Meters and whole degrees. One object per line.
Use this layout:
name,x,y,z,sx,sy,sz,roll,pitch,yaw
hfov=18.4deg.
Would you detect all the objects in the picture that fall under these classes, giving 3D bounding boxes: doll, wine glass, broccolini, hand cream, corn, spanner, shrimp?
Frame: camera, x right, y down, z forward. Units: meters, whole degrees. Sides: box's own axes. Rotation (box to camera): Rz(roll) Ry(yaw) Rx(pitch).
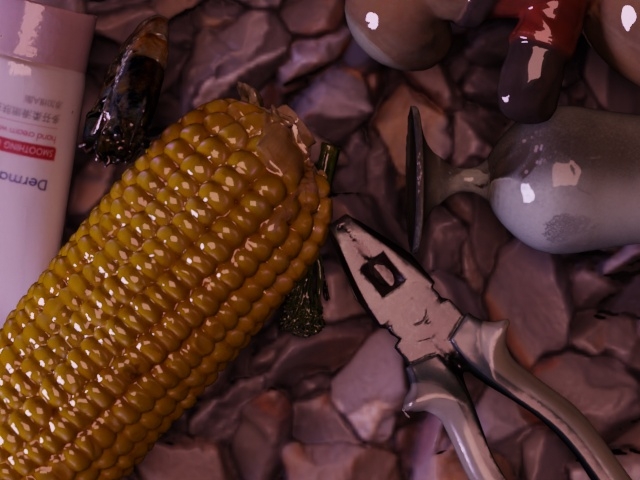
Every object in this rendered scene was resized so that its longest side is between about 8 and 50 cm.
doll,0.185,-0.198,1.310,0.330,0.174,0.235,8,49,-3
wine glass,0.175,-0.042,1.330,0.231,0.103,0.103,-1,83,-1
broccolini,0.000,0.000,1.370,0.035,0.030,0.140,14,79,-6
hand cream,-0.227,-0.047,1.361,0.133,0.083,0.247,14,93,4
corn,-0.135,0.068,1.308,0.144,0.144,0.387,37,86,6
spanner,0.113,0.112,1.344,0.096,0.040,0.325,-39,85,-4
shrimp,-0.133,-0.088,1.335,0.034,0.161,0.091,29,126,-17
